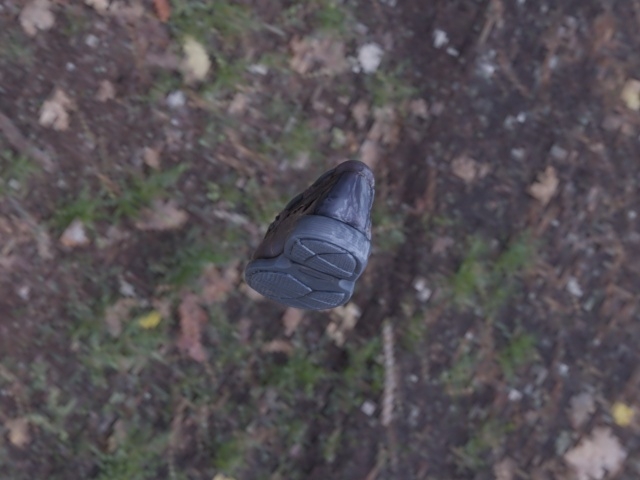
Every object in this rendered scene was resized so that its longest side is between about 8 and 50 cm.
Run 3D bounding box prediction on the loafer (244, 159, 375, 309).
[{"bbox_3d":[0.000,0.000,1.595,0.302,0.109,0.095,137,-25,-72],"label":"loafer"}]
